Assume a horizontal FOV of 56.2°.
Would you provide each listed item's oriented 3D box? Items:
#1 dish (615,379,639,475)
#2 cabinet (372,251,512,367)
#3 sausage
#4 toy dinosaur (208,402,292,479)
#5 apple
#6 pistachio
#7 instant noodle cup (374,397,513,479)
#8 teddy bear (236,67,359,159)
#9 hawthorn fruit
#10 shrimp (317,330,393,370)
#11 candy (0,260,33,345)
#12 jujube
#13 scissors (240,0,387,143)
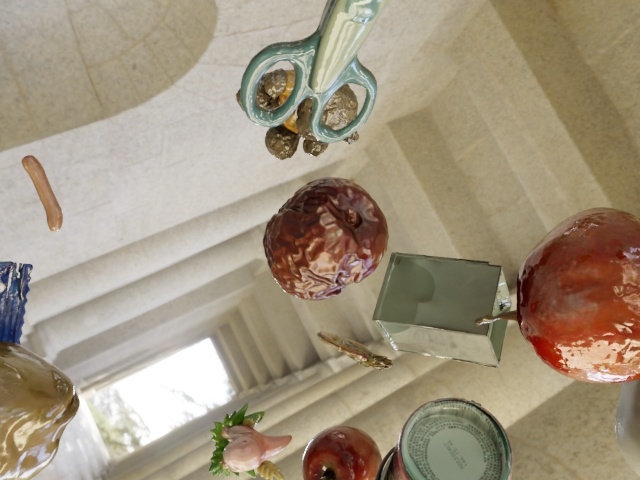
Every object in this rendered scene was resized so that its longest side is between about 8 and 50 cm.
[{"bbox_3d":[0.586,0.269,0.894,0.256,0.256,0.117,60,-4,13],"label":"dish"},{"bbox_3d":[0.229,0.124,1.102,0.206,0.150,0.145,5,-30,28],"label":"cabinet"},{"bbox_3d":[-0.651,-0.112,1.413,0.043,0.043,0.186,2,-67,66],"label":"sausage"},{"bbox_3d":[-0.142,0.407,1.213,0.177,0.194,0.152,-15,-118,47],"label":"toy dinosaur"},{"bbox_3d":[0.051,0.489,1.283,0.181,0.168,0.181,-13,-110,37],"label":"apple"},{"bbox_3d":[-0.459,0.232,0.799,0.260,0.212,0.163,15,-54,39],"label":"pistachio"},{"bbox_3d":[0.202,0.377,0.955,0.244,0.243,0.255,50,-19,33],"label":"instant noodle cup"},{"bbox_3d":[-0.022,-0.217,0.986,0.190,0.140,0.177,20,-24,37],"label":"teddy bear"},{"bbox_3d":[0.354,0.089,0.839,0.242,0.271,0.242,55,22,-35],"label":"hawthorn fruit"},{"bbox_3d":[0.092,0.306,1.676,0.236,0.053,0.133,24,-11,26],"label":"shrimp"},{"bbox_3d":[-0.636,0.115,0.928,0.077,0.331,0.187,4,-92,58],"label":"candy"},{"bbox_3d":[0.000,0.000,1.068,0.213,0.212,0.232,61,-35,11],"label":"jujube"},{"bbox_3d":[0.027,-0.205,0.528,0.041,0.138,0.289,-100,-149,-43],"label":"scissors"}]
